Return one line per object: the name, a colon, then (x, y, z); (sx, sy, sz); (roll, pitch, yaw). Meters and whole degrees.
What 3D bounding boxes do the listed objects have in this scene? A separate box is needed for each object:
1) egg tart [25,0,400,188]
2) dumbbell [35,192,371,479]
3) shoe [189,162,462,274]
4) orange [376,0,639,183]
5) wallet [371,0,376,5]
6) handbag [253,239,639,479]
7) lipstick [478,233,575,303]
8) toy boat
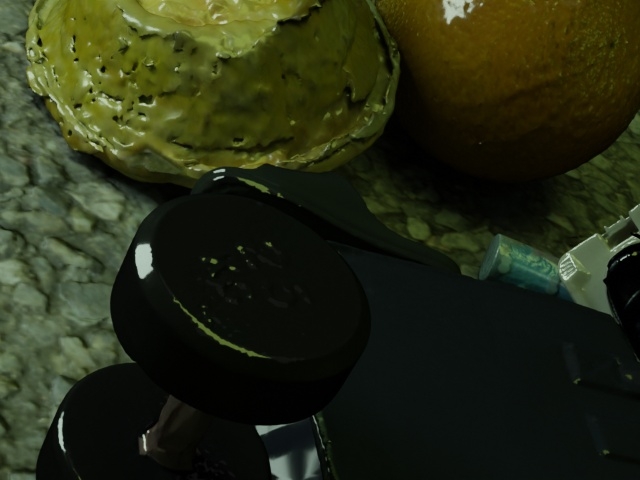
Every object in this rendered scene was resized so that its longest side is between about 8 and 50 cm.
egg tart: (-0.093, -0.191, 1.313); (0.345, 0.132, 0.345); (2, 46, -2)
dumbbell: (-0.077, 0.095, 0.945); (0.152, 0.218, 0.152); (18, 38, -14)
shoe: (0.000, 0.000, 1.216); (0.241, 0.108, 0.093); (22, 34, -20)
orange: (0.181, -0.187, 1.430); (0.274, 0.274, 0.274); (17, 37, -13)
wallet: (0.012, -0.256, 1.607); (0.095, 0.026, 0.176); (16, 36, -5)
handbag: (0.120, 0.158, 1.076); (0.329, 0.122, 0.303); (11, 36, -22)
lipstick: (0.221, 0.044, 1.346); (0.158, 0.048, 0.048); (23, 36, -6)
toy boat: (0.308, 0.091, 1.238); (0.140, 0.141, 0.269); (-4, 55, -36)
